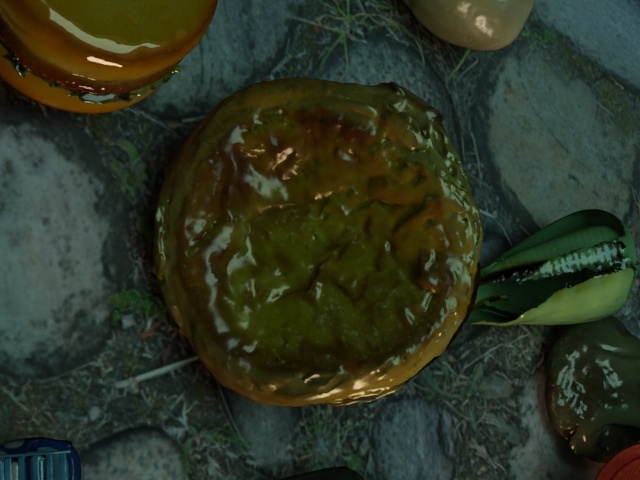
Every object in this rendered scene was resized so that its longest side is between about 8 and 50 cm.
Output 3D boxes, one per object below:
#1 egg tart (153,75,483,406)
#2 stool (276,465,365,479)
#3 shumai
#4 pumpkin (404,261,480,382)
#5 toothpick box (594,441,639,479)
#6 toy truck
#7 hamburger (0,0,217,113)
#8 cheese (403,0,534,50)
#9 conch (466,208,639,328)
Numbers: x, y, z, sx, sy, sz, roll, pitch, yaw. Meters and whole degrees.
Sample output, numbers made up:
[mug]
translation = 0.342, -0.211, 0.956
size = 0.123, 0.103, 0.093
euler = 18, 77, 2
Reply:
[egg tart]
translation = 0.000, 0.004, 1.283
size = 0.129, 0.341, 0.341
euler = 38, 42, -81
[stool]
translation = -0.005, 0.277, 1.291
size = 0.110, 0.096, 0.096
euler = -1, 80, -33
[shumai]
translation = 0.377, 0.183, 1.609
size = 0.201, 0.120, 0.201
euler = 11, 74, -40
[pumpkin]
translation = 0.061, 0.002, 1.382
size = 0.169, 0.148, 0.312
euler = -9, 81, -44
[toothpick box]
translation = 0.482, 0.307, 1.553
size = 0.333, 0.204, 0.204
euler = -5, 82, -54
[toy truck]
translation = -0.277, 0.203, 1.113
size = 0.136, 0.074, 0.063
euler = -6, 78, 1
[hamburger]
translation = -0.223, -0.231, 1.188
size = 0.246, 0.170, 0.246
euler = 14, 61, -27
[cheese]
translation = 0.095, -0.396, 1.515
size = 0.328, 0.129, 0.351
euler = -3, 79, -42
[conch]
translation = 0.287, 0.042, 1.547
size = 0.250, 0.143, 0.137
euler = -12, 129, -46
